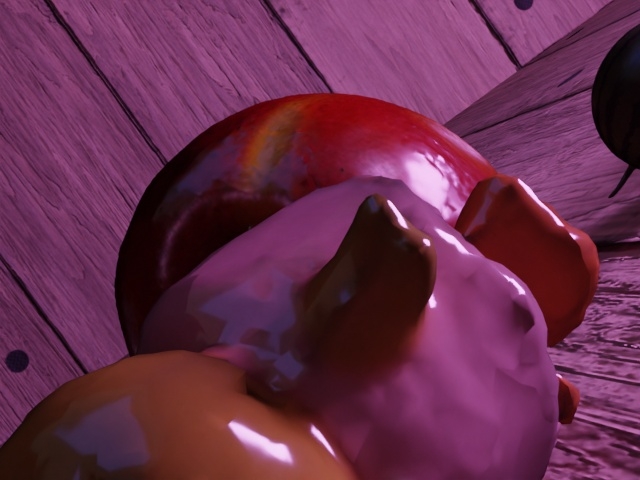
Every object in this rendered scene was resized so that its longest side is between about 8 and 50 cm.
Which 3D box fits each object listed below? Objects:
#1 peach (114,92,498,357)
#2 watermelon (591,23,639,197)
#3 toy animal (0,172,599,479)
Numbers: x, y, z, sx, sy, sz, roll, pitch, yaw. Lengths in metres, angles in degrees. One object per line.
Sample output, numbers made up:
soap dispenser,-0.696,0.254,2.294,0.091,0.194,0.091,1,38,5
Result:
peach,0.000,0.000,0.805,0.258,0.201,0.362,-38,-2,21
watermelon,0.226,-0.084,0.794,0.133,0.105,0.105,-58,-2,17
toy animal,-0.017,0.084,0.436,0.281,0.169,0.195,-47,-31,-44
